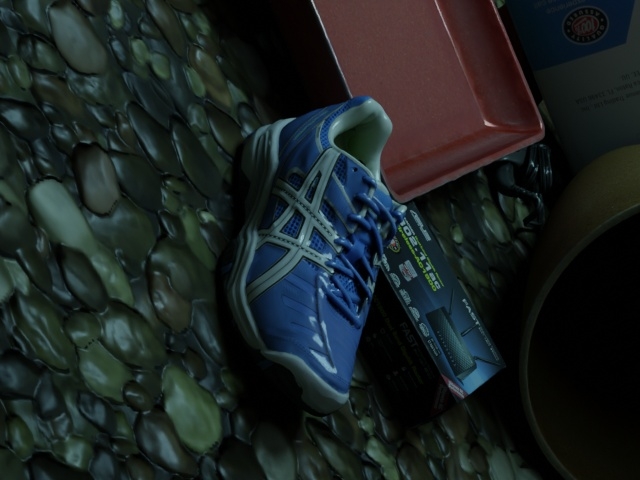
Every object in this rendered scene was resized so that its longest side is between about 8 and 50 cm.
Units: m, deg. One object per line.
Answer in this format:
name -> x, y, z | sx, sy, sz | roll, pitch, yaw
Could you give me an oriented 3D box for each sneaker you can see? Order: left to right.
sneaker -> 0.000, 0.000, 1.007 | 0.080, 0.081, 0.211 | 40, 34, -38

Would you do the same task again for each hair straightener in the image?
hair straightener -> 0.166, -0.089, 1.429 | 0.089, 0.047, 0.230 | 43, 31, -30

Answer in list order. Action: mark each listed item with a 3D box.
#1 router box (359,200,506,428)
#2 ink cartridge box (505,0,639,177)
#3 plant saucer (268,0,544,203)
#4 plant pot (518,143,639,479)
router box -> 0.054, 0.042, 1.107 | 0.122, 0.038, 0.092 | 61, 25, 2
ink cartridge box -> 0.303, -0.108, 1.425 | 0.307, 0.223, 0.129 | 66, 23, -17
plant saucer -> 0.038, -0.159, 1.226 | 0.258, 0.048, 0.259 | -25, 92, -59
plant pot -> 0.239, 0.032, 1.276 | 0.237, 0.237, 0.254 | 51, 12, -18
